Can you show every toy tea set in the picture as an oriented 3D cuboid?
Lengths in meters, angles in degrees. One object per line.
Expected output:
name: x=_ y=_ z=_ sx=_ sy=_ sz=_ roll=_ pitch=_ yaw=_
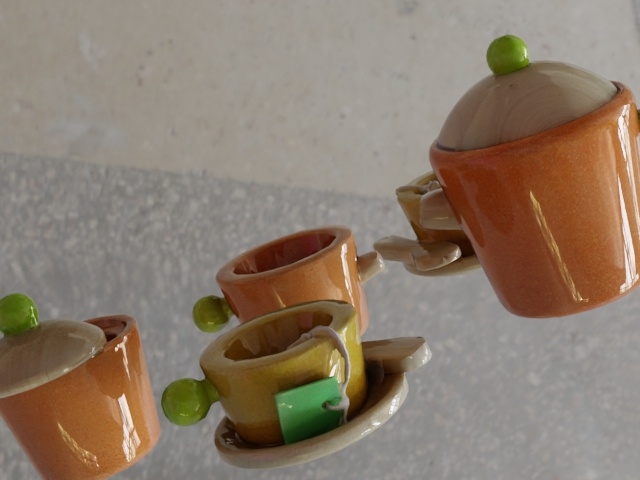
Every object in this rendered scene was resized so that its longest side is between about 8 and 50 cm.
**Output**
toy tea set: x=0.000 y=0.000 z=0.593 sx=0.336 sy=0.200 sz=0.124 roll=-26 pitch=105 yaw=-25
